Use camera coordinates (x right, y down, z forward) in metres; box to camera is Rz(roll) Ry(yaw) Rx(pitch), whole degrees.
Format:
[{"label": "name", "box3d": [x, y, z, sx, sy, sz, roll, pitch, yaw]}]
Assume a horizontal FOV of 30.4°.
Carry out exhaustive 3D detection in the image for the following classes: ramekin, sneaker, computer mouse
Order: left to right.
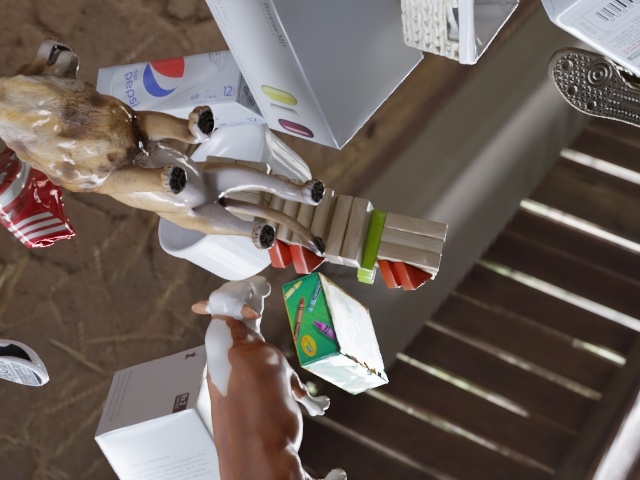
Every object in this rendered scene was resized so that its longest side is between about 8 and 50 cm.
[{"label": "computer mouse", "box3d": [-0.454, 0.155, 1.609, 0.106, 0.192, 0.042, 84, 20, -54]}, {"label": "sneaker", "box3d": [-0.383, -0.066, 1.611, 0.128, 0.087, 0.221, 59, 27, -25]}, {"label": "ramekin", "box3d": [-0.141, -0.066, 2.025, 0.135, 0.277, 0.277, 34, 78, -30]}, {"label": "sneaker", "box3d": [0.334, -0.182, 1.388, 0.188, 0.071, 0.066, 22, 113, -25]}]

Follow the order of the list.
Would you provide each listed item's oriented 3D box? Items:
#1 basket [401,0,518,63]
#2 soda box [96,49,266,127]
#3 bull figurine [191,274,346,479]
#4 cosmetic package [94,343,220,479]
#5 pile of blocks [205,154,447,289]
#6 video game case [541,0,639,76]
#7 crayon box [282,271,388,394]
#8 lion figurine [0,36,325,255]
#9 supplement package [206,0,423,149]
[{"label": "basket", "box3d": [0.181, -0.321, 1.518, 0.167, 0.103, 0.113, -52, 147, -40]}, {"label": "soda box", "box3d": [-0.218, -0.230, 1.858, 0.098, 0.286, 0.091, 25, 67, -56]}, {"label": "bull figurine", "box3d": [-0.063, 0.194, 1.342, 0.188, 0.101, 0.310, 38, 36, -44]}, {"label": "cosmetic package", "box3d": [-0.192, 0.271, 1.619, 0.151, 0.151, 0.184, -86, 155, -61]}, {"label": "pile of blocks", "box3d": [0.000, 0.000, 1.550, 0.149, 0.362, 0.113, 158, -52, -67]}, {"label": "video game case", "box3d": [0.376, -0.228, 0.899, 0.329, 0.036, 0.300, -36, 148, 30]}, {"label": "crayon box", "box3d": [0.031, 0.182, 2.254, 0.278, 0.081, 0.165, 38, 33, -61]}, {"label": "lion figurine", "box3d": [-0.178, -0.075, 1.320, 0.392, 0.240, 0.142, 41, 62, -48]}, {"label": "supplement package", "box3d": [-0.007, -0.294, 1.586, 0.204, 0.145, 0.262, -49, 136, -23]}]
